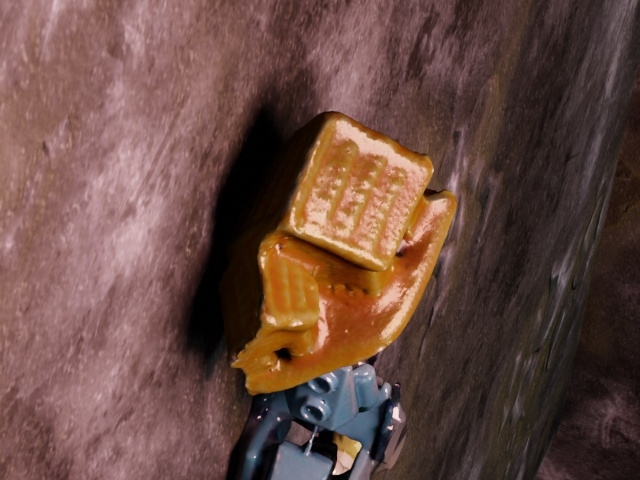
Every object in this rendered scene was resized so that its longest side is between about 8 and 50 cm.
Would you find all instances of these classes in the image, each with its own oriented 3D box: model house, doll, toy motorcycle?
[{"bbox_3d":[0.001,0.011,1.608,0.239,0.173,0.268,69,42,-67],"label":"model house"},{"bbox_3d":[0.036,0.274,2.235,0.106,0.062,0.162,85,29,-58],"label":"doll"},{"bbox_3d":[-0.007,0.233,1.854,0.416,0.172,0.232,107,9,-45],"label":"toy motorcycle"}]
